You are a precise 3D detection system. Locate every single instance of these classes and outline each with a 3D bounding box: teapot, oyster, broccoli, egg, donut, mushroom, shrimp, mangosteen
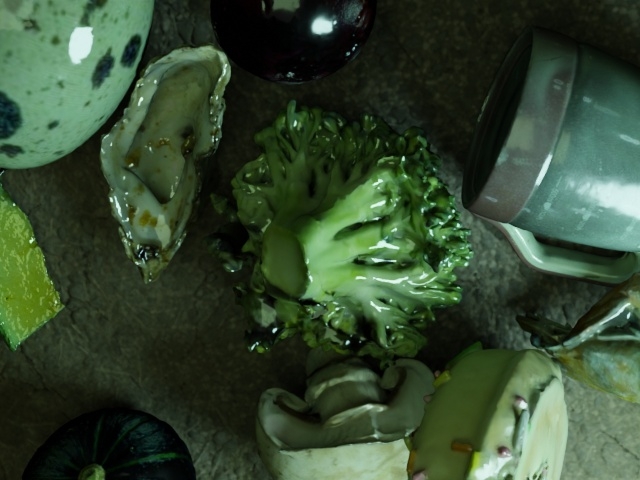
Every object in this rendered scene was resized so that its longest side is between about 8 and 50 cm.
[{"bbox_3d":[0.339,-0.069,1.429,0.312,0.233,0.315,20,134,-3],"label":"teapot"},{"bbox_3d":[-0.195,-0.105,1.513,0.166,0.110,0.341,4,123,4],"label":"oyster"},{"bbox_3d":[0.014,-0.003,1.481,0.272,0.324,0.334,2,110,-37],"label":"broccoli"},{"bbox_3d":[-0.353,-0.268,1.429,0.287,0.287,0.379,18,102,4],"label":"egg"},{"bbox_3d":[0.210,0.284,1.466,0.150,0.307,0.371,13,140,23],"label":"donut"},{"bbox_3d":[0.034,0.252,1.566,0.253,0.195,0.189,-9,132,-12],"label":"mushroom"},{"bbox_3d":[0.381,0.112,1.453,0.317,0.077,0.168,15,94,39],"label":"shrimp"},{"bbox_3d":[-0.041,-0.317,1.431,0.211,0.211,0.250,-17,71,12],"label":"mangosteen"}]

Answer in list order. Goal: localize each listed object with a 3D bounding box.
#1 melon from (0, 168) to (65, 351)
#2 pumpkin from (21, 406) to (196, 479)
[{"bbox_3d":[-0.429,0.027,1.637,0.114,0.053,0.262,-8,102,3],"label":"melon"},{"bbox_3d":[-0.284,0.364,1.627,0.248,0.248,0.248,2,104,8],"label":"pumpkin"}]
